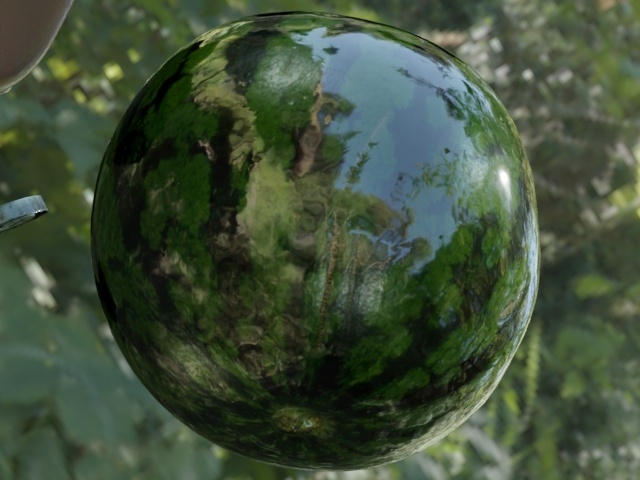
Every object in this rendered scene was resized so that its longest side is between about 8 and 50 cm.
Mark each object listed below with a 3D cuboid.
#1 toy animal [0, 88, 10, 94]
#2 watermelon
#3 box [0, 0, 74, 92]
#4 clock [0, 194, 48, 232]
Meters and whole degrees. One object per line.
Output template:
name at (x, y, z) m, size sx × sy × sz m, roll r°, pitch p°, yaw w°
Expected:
toy animal at (-0.521, -0.132, 2.179) m, size 0.210 × 0.230 × 0.221 m, roll 22°, pitch 19°, yaw 15°
watermelon at (0.000, 0.000, 1.124) m, size 0.285 × 0.285 × 0.285 m, roll 58°, pitch -1°, yaw 2°
box at (-0.316, -0.253, 1.314) m, size 0.108 × 0.263 × 0.404 m, roll 27°, pitch 1°, yaw 34°
clock at (-0.290, -0.020, 1.649) m, size 0.085 × 0.085 × 0.017 m, roll 102°, pitch -32°, yaw -88°
